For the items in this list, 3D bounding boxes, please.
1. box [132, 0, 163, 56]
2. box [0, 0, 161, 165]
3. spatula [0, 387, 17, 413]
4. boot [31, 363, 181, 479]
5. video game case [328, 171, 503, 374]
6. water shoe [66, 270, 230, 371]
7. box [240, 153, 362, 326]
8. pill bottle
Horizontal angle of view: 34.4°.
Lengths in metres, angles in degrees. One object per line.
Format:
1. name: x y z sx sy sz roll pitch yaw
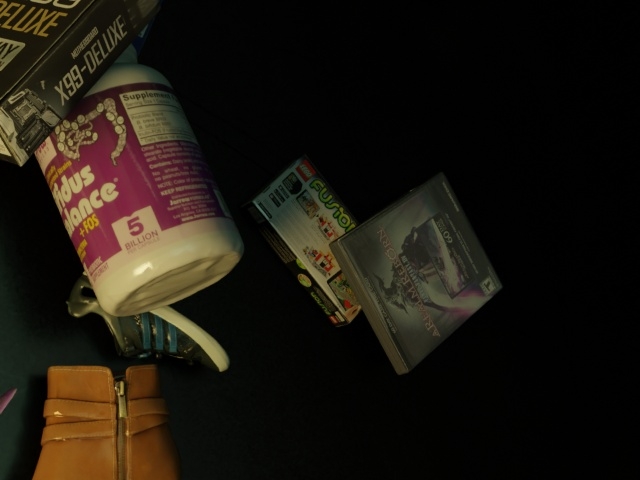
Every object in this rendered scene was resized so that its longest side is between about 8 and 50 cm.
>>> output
1. box: -0.280 -0.265 1.260 0.136 0.036 0.225 29 65 -23
2. box: -0.355 -0.214 1.055 0.242 0.308 0.076 -57 149 -29
3. spatula: -0.417 0.253 1.022 0.296 0.084 0.030 -40 99 -26
4. boot: -0.271 0.241 1.088 0.284 0.109 0.220 0 79 -35
5. video game case: 0.140 0.037 1.425 0.274 0.026 0.196 -33 96 -48
6. water shoe: -0.202 0.107 1.205 0.203 0.073 0.080 37 79 -13
7. box: 0.000 0.000 1.372 0.207 0.036 0.114 52 57 -11
8. pill bottle: -0.215 -0.084 1.127 0.169 0.169 0.301 -17 75 -35
